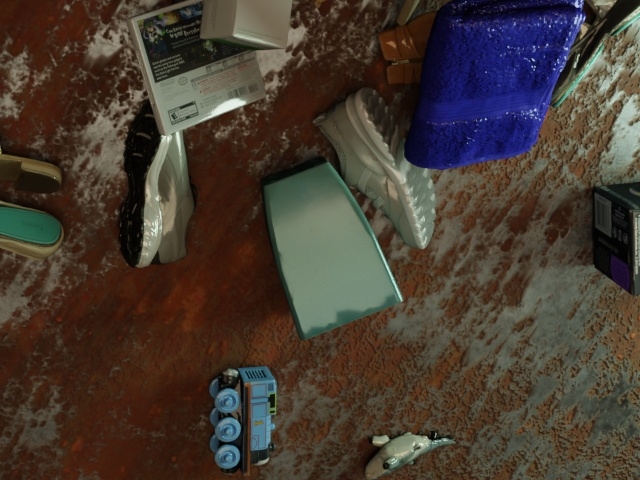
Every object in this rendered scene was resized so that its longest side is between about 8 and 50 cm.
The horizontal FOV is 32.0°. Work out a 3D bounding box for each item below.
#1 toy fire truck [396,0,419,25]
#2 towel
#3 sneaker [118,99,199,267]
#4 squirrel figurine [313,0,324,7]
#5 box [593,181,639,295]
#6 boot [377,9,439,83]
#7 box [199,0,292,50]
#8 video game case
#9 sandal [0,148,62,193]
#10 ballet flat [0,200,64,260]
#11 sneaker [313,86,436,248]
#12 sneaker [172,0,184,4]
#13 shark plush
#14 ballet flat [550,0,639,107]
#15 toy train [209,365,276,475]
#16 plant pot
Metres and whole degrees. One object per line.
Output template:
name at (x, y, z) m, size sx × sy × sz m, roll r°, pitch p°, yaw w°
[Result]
toy fire truck at (0.225, -0.410, 1.590) m, size 0.246 × 0.217 × 0.158 m, roll -1°, pitch 111°, yaw 35°
towel at (0.248, -0.223, 1.591) m, size 0.228 × 0.076 × 0.308 m, roll -15°, pitch 146°, yaw -15°
sneaker at (-0.236, -0.093, 1.690) m, size 0.108 × 0.100 × 0.271 m, roll 1°, pitch 103°, yaw -35°
squirrel figurine at (0.036, -0.532, 1.520) m, size 0.370 × 0.281 × 0.397 m, roll 19°, pitch 118°, yaw -13°
box at (0.591, -0.017, 1.782) m, size 0.270 × 0.165 × 0.143 m, roll -7°, pitch 107°, yaw -7°
boot at (0.178, -0.257, 1.712) m, size 0.152 × 0.073 × 0.197 m, roll -15°, pitch 116°, yaw 7°
box at (-0.105, -0.331, 1.606) m, size 0.101 × 0.087 × 0.102 m, roll 6°, pitch 90°, yaw -40°
video game case at (-0.177, -0.264, 1.629) m, size 0.190 × 0.022 × 0.173 m, roll -26°, pitch 111°, yaw -33°
sandal at (-0.498, -0.137, 1.649) m, size 0.240 × 0.079 × 0.088 m, roll 15°, pitch 147°, yaw -26°
ballet flat at (-0.508, -0.030, 1.664) m, size 0.248 × 0.086 × 0.086 m, roll 22°, pitch 101°, yaw -18°
sneaker at (0.091, -0.105, 1.739) m, size 0.115 × 0.105 × 0.281 m, roll -15°, pitch 115°, yaw 31°
sneaker at (-0.212, -0.427, 1.611) m, size 0.089 × 0.051 × 0.170 m, roll 23°, pitch 119°, yaw 7°
shark plush at (0.147, 0.357, 1.900) m, size 0.161 × 0.073 × 0.067 m, roll -24°, pitch 129°, yaw -22°
ballet flat at (0.419, -0.330, 1.711) m, size 0.096 × 0.095 × 0.280 m, roll 44°, pitch 96°, yaw -5°
toy train at (-0.124, 0.293, 1.815) m, size 0.105 × 0.080 × 0.184 m, roll -3°, pitch 106°, yaw -14°
plant pot at (0.000, 0.000, 1.711) m, size 0.165 × 0.166 × 0.234 m, roll -21°, pitch 100°, yaw -2°
